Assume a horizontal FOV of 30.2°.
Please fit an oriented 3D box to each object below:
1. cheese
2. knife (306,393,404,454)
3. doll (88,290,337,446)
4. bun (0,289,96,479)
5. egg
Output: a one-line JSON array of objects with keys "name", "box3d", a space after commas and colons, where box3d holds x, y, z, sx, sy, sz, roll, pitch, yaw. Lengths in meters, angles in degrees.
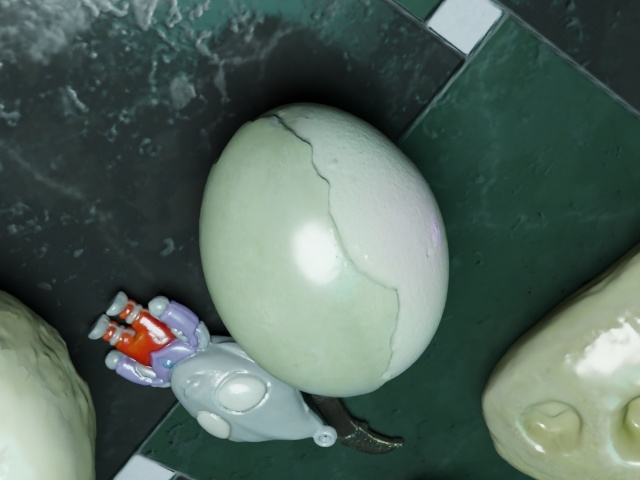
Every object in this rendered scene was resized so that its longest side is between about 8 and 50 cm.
[{"name": "cheese", "box3d": [0.322, 0.161, 1.009, 0.328, 0.129, 0.351, -31, 95, 21]}, {"name": "knife", "box3d": [0.001, 0.128, 1.040, 0.045, 0.021, 0.222, -33, 125, 9]}, {"name": "doll", "box3d": [-0.082, 0.114, 0.987, 0.227, 0.075, 0.102, 34, 126, -15]}, {"name": "bun", "box3d": [-0.337, 0.180, 0.896, 0.360, 0.211, 0.359, -4, 110, -12]}, {"name": "egg", "box3d": [0.000, 0.000, 0.867, 0.183, 0.183, 0.217, -20, 132, 0]}]
